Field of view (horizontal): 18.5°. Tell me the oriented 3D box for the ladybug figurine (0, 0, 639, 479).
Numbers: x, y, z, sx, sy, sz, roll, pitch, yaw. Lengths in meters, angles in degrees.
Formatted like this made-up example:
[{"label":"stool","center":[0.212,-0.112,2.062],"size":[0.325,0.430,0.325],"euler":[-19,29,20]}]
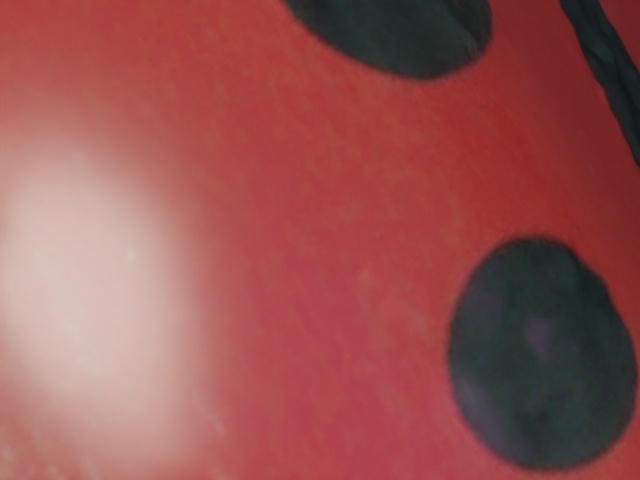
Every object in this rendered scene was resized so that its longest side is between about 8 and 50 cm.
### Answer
[{"label":"ladybug figurine","center":[0.000,0.000,0.453],"size":[0.449,0.162,0.305],"euler":[61,25,-2]}]
